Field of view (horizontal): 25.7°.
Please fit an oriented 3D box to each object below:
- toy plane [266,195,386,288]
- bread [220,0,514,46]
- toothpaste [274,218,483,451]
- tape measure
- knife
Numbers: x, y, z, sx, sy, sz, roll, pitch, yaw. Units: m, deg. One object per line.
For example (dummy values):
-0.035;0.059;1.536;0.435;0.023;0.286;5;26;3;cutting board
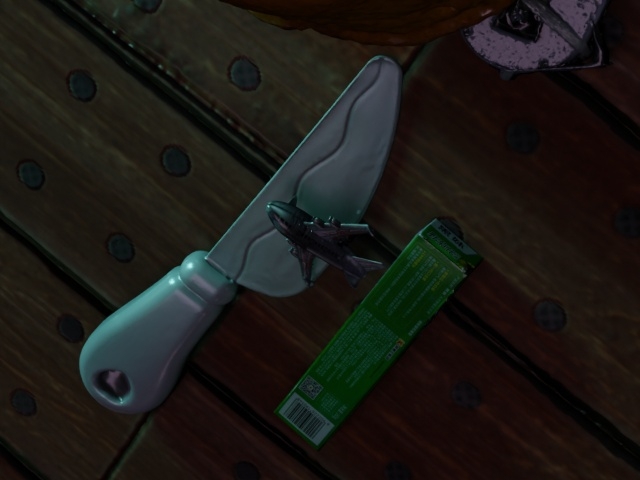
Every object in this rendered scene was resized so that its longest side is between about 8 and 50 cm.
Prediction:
0.000;0.000;0.894;0.083;0.031;0.078;40;137;-10;toy plane
0.005;-0.249;0.727;0.312;0.172;0.312;6;102;29;bread
0.036;0.065;0.920;0.043;0.037;0.178;41;119;7;toothpaste
0.124;-0.135;0.799;0.094;0.054;0.091;12;107;15;tape measure
-0.044;0.011;0.937;0.080;0.044;0.331;44;115;-7;knife
